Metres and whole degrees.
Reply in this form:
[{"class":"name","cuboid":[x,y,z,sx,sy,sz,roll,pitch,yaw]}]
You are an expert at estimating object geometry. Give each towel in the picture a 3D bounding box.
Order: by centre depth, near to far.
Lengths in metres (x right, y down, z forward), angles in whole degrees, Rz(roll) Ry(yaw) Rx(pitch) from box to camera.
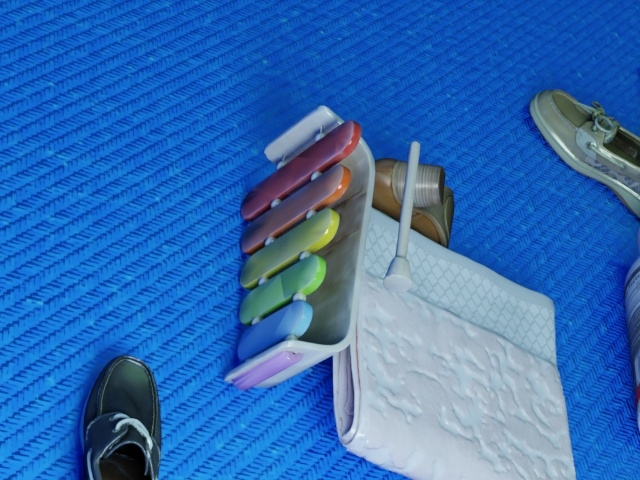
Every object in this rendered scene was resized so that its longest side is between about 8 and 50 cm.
[{"class":"towel","cuboid":[0.150,0.140,1.610,0.332,0.053,0.317,27,44,-30]}]

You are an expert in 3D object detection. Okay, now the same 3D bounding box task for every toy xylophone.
[{"class":"toy xylophone","cuboid":[0.000,0.000,1.539,0.081,0.236,0.323,28,44,-27]}]

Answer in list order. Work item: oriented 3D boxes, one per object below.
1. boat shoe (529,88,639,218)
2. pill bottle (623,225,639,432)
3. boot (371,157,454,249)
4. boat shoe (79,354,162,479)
[{"class":"boat shoe","cuboid":[0.421,-0.127,2.075,0.285,0.089,0.104,37,41,-4]},{"class":"pill bottle","cuboid":[0.471,0.105,1.842,0.176,0.176,0.318,24,43,-19]},{"class":"boot","cuboid":[0.076,-0.041,1.736,0.152,0.197,0.073,3,61,14]},{"class":"boat shoe","cuboid":[-0.174,0.195,1.344,0.084,0.079,0.233,21,43,-19]}]
